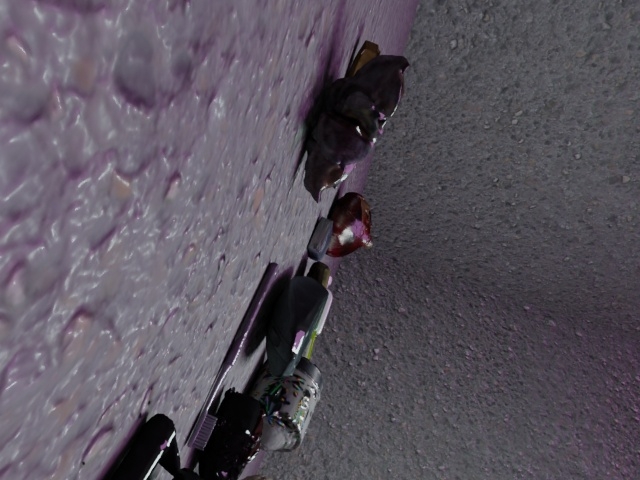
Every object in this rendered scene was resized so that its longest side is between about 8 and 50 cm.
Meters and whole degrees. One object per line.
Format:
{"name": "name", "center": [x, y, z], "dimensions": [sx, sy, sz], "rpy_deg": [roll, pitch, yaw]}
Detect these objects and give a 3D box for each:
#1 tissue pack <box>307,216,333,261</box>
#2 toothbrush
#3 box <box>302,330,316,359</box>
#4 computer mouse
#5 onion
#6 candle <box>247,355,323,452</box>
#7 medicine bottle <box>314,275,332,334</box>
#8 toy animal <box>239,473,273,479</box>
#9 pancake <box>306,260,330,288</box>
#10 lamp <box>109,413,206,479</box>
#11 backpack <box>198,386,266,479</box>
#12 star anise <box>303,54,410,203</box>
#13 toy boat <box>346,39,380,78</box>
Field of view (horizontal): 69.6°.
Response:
{"name": "tissue pack", "center": [0.000, 0.000, 1.460], "dimensions": [0.156, 0.051, 0.112], "rpy_deg": [88, 25, -76]}
{"name": "toothbrush", "center": [-0.143, 0.191, 0.823], "dimensions": [0.353, 0.029, 0.024], "rpy_deg": [-68, -173, -29]}
{"name": "box", "center": [-0.089, 0.405, 1.598], "dimensions": [0.260, 0.062, 0.175], "rpy_deg": [130, -22, -68]}
{"name": "computer mouse", "center": [-0.069, 0.196, 1.121], "dimensions": [0.374, 0.114, 0.203], "rpy_deg": [-43, 154, -79]}
{"name": "onion", "center": [0.121, -0.045, 1.753], "dimensions": [0.272, 0.195, 0.272], "rpy_deg": [-58, 167, -22]}
{"name": "candle", "center": [-0.119, 0.450, 1.197], "dimensions": [0.330, 0.188, 0.187], "rpy_deg": [-59, 168, -54]}
{"name": "medicine bottle", "center": [-0.020, 0.227, 1.692], "dimensions": [0.078, 0.115, 0.219], "rpy_deg": [79, 30, -77]}
{"name": "toy animal", "center": [-0.209, 0.622, 0.855], "dimensions": [0.226, 0.189, 0.358], "rpy_deg": [54, 56, -70]}
{"name": "pancake", "center": [-0.037, 0.191, 1.444], "dimensions": [0.294, 0.050, 0.294], "rpy_deg": [-161, -90, -79]}
{"name": "lamp", "center": [-0.123, 0.418, 0.546], "dimensions": [0.205, 0.273, 0.373], "rpy_deg": [-66, 172, -55]}
{"name": "backpack", "center": [-0.164, 0.376, 0.858], "dimensions": [0.120, 0.106, 0.165], "rpy_deg": [-68, 172, -71]}
{"name": "star anise", "center": [0.040, -0.204, 0.877], "dimensions": [0.359, 0.139, 0.316], "rpy_deg": [-55, 177, 37]}
{"name": "toy boat", "center": [0.081, -0.344, 1.042], "dimensions": [0.072, 0.065, 0.205], "rpy_deg": [-115, -137, -72]}
